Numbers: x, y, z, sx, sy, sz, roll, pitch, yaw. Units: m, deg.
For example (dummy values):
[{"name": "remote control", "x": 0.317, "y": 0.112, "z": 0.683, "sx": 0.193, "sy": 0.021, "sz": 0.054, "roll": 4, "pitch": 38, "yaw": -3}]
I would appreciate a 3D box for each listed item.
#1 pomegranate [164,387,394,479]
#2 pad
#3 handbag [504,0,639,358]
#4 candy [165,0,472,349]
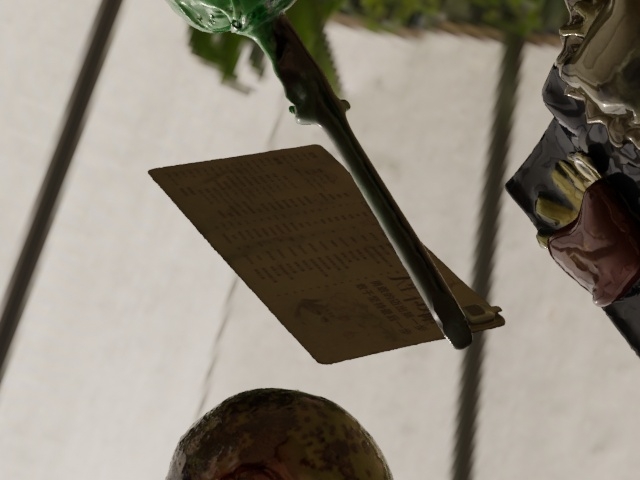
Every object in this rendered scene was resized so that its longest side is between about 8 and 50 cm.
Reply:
[{"name": "pomegranate", "x": -0.049, "y": 0.238, "z": 1.618, "sx": 0.214, "sy": 0.214, "sz": 0.248, "roll": 25, "pitch": -174, "yaw": 12}, {"name": "pad", "x": 0.000, "y": 0.000, "z": 1.324, "sx": 0.159, "sy": 0.009, "sz": 0.265, "roll": -11, "pitch": -143, "yaw": -30}, {"name": "handbag", "x": 0.242, "y": -0.028, "z": 0.841, "sx": 0.122, "sy": 0.303, "sz": 0.329, "roll": -24, "pitch": -116, "yaw": -36}, {"name": "candy", "x": 0.002, "y": -0.071, "z": 1.037, "sx": 0.323, "sy": 0.097, "sz": 0.097, "roll": 59, "pitch": -176, "yaw": -9}]
